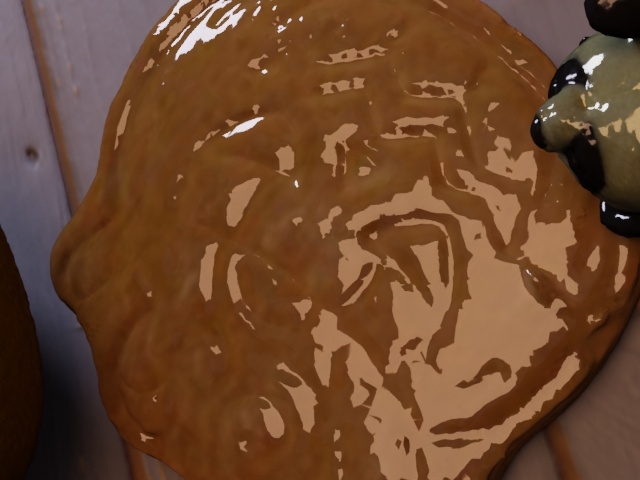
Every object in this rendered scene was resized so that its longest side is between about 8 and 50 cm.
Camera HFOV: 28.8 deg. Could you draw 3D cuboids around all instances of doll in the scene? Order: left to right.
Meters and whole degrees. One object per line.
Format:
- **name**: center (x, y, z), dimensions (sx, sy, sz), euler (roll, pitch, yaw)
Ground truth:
- **doll**: center (0.224, -0.103, 0.664), dimensions (0.234, 0.135, 0.143), euler (-38, 79, 1)

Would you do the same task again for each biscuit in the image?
- **biscuit**: center (-0.001, 0.000, 0.798), dimensions (0.385, 0.062, 0.365), euler (33, 94, 25)

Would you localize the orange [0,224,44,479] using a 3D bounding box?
- **orange**: center (-0.335, 0.081, 0.795), dimensions (0.322, 0.322, 0.357), euler (-28, 81, 16)
